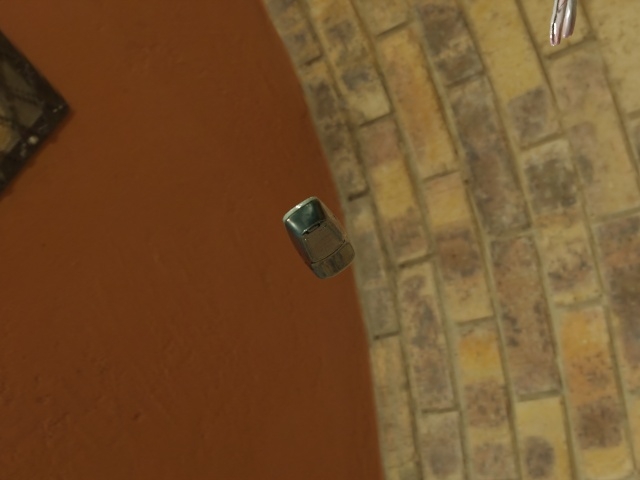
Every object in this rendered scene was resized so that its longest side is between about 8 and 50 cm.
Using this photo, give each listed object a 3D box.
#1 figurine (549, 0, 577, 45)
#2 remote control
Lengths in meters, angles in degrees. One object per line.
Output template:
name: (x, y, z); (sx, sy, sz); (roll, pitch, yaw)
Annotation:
figurine: (0.215, -0.396, 1.050); (0.315, 0.206, 0.284); (53, -128, -80)
remote control: (0.000, 0.000, 1.333); (0.042, 0.072, 0.222); (56, 180, 23)
